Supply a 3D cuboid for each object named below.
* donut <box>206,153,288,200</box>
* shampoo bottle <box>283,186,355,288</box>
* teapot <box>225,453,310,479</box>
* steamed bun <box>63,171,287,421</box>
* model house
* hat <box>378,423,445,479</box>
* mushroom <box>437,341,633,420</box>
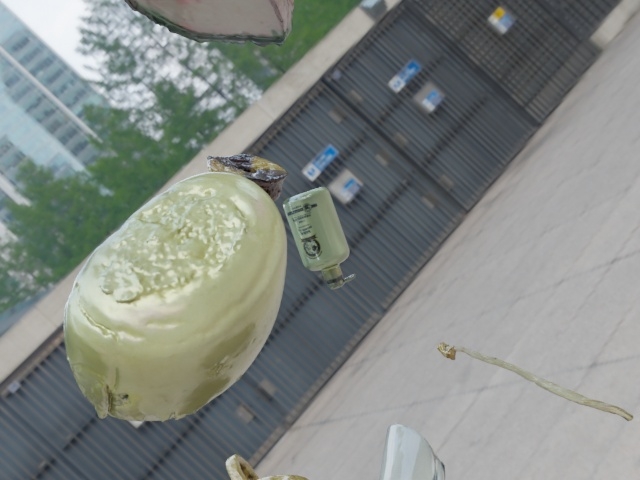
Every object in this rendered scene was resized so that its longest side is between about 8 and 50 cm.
[{"bbox_3d":[-0.126,-0.104,1.341,0.140,0.141,0.059,-48,-29,-68],"label":"donut"},{"bbox_3d":[0.000,0.000,1.277,0.079,0.162,0.079,-19,3,1],"label":"shampoo bottle"},{"bbox_3d":[-0.053,0.451,1.183,0.203,0.311,0.167,-38,-36,-3],"label":"teapot"},{"bbox_3d":[-0.127,0.071,0.837,0.273,0.166,0.232,-47,-23,-38],"label":"steamed bun"},{"bbox_3d":[-0.137,-0.422,1.084,0.202,0.237,0.237,48,-126,-64],"label":"model house"},{"bbox_3d":[0.060,0.338,0.946,0.164,0.225,0.219,-7,-25,-10],"label":"hat"},{"bbox_3d":[0.292,0.190,1.084,0.026,0.286,0.028,117,171,-59],"label":"mushroom"}]
